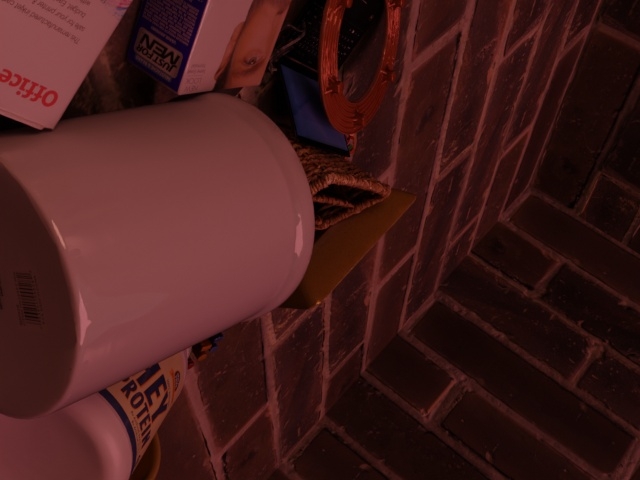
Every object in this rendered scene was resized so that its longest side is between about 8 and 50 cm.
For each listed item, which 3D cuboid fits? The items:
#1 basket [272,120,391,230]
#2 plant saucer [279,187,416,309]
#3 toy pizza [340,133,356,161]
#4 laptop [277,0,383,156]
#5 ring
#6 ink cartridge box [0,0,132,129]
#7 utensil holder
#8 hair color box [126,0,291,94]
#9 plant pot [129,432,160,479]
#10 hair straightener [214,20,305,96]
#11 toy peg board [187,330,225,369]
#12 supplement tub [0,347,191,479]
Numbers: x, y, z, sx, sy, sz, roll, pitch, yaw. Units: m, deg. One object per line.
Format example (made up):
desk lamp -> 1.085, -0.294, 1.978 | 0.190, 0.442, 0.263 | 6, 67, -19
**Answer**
basket -> -0.049, -0.073, 1.435 | 0.213, 0.223, 0.299 | -58, 160, 11
plant saucer -> 0.000, 0.000, 1.680 | 0.333, 0.081, 0.333 | -46, -163, -21
toy pizza -> 0.021, -0.161, 1.721 | 0.201, 0.032, 0.201 | -45, 158, -24
laptop -> 0.037, -0.301, 1.377 | 0.264, 0.136, 0.234 | -53, 161, 14
ring -> 0.083, -0.352, 1.396 | 0.336, 0.032, 0.336 | -46, 144, -49
ink cartridge box -> -0.277, -0.283, 0.730 | 0.306, 0.131, 0.226 | -55, 160, 5
utensil holder -> -0.247, 0.000, 0.971 | 0.385, 0.327, 0.327 | -23, 144, -52
hair color box -> -0.108, -0.364, 1.012 | 0.185, 0.110, 0.339 | -24, 146, -55
plant pot -> -0.434, 0.374, 1.303 | 0.239, 0.254, 0.254 | -45, 164, 23
hair straightener -> -0.092, -0.268, 1.216 | 0.230, 0.089, 0.047 | -43, 141, -26
toy peg board -> -0.243, 0.190, 1.556 | 0.161, 0.079, 0.161 | -15, 146, -39
supplement tub -> -0.330, 0.209, 1.138 | 0.325, 0.235, 0.235 | -66, -179, -64
